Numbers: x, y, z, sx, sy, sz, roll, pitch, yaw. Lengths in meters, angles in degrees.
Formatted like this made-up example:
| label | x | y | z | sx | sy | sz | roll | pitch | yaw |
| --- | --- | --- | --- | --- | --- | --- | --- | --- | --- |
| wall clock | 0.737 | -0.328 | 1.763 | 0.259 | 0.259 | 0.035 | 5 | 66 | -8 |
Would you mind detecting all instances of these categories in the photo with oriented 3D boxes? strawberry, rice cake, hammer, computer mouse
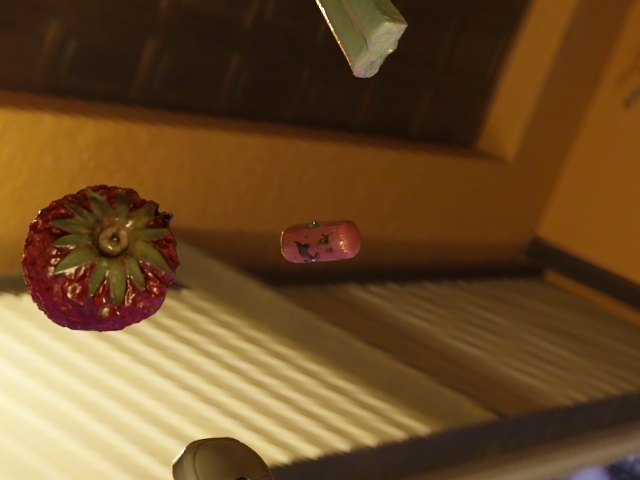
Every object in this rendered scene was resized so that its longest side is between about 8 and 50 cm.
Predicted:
| label | x | y | z | sx | sy | sz | roll | pitch | yaw |
| --- | --- | --- | --- | --- | --- | --- | --- | --- | --- |
| strawberry | -0.301 | 0.039 | 2.034 | 0.205 | 0.205 | 0.244 | 18 | 155 | -16 |
| rice cake | 0.031 | -0.256 | 1.646 | 0.042 | 0.080 | 0.222 | 12 | -147 | -29 |
| hammer | 0.000 | 0.000 | 1.504 | 0.083 | 0.043 | 0.043 | -6 | 175 | 36 |
| computer mouse | -0.129 | 0.378 | 2.302 | 0.297 | 0.121 | 0.184 | 71 | 176 | -78 |
